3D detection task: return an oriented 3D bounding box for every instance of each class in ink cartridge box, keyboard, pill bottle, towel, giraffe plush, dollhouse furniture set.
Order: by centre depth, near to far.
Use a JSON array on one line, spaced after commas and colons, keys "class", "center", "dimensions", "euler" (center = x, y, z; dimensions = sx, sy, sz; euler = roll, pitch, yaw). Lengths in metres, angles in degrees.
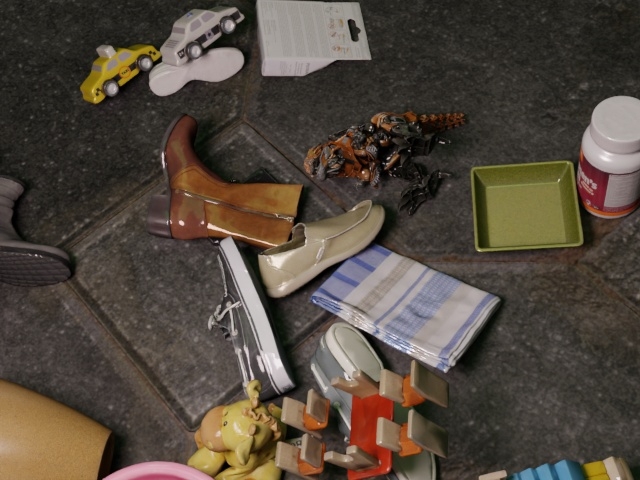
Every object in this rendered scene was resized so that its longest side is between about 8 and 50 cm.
[{"class": "dollhouse furniture set", "center": [0.072, 0.328, 1.381], "dimensions": [0.262, 0.135, 0.259], "euler": [-23, 47, 37]}, {"class": "giraffe plush", "center": [-0.124, 0.319, 1.490], "dimensions": [0.210, 0.170, 0.181], "euler": [-24, 57, -5]}, {"class": "towel", "center": [0.150, 0.103, 1.624], "dimensions": [0.285, 0.034, 0.209], "euler": [25, 44, 24]}, {"class": "pill bottle", "center": [0.517, -0.144, 1.640], "dimensions": [0.121, 0.221, 0.121], "euler": [-5, 57, 7]}, {"class": "keyboard", "center": [-0.168, -0.074, 1.839], "dimensions": [0.180, 0.023, 0.108], "euler": [-38, 66, -15]}, {"class": "ink cartridge box", "center": [-0.021, -0.442, 2.043], "dimensions": [0.232, 0.066, 0.189], "euler": [1, 55, -14]}]

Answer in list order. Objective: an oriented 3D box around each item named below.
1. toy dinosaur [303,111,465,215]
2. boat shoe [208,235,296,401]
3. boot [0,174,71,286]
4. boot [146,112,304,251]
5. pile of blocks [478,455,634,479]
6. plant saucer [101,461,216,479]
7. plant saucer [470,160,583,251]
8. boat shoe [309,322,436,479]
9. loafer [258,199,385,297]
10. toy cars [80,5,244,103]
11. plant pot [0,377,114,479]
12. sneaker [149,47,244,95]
[{"class": "toy dinosaur", "center": [0.134, -0.187, 1.788], "dimensions": [0.322, 0.164, 0.218], "euler": [-39, 44, -5]}, {"class": "boat shoe", "center": [-0.141, 0.139, 1.648], "dimensions": [0.105, 0.113, 0.306], "euler": [-23, 72, 2]}, {"class": "boot", "center": [-0.626, -0.035, 1.847], "dimensions": [0.338, 0.118, 0.222], "euler": [7, 54, 9]}, {"class": "boot", "center": [-0.173, -0.115, 1.795], "dimensions": [0.281, 0.096, 0.264], "euler": [5, 63, 7]}, {"class": "pile of blocks", "center": [0.296, 0.409, 1.371], "dimensions": [0.362, 0.149, 0.112], "euler": [-15, 57, 0]}, {"class": "plant saucer", "center": [-0.245, 0.507, 1.418], "dimensions": [0.332, 0.084, 0.332], "euler": [-5, 69, 13]}, {"class": "plant saucer", "center": [0.375, -0.053, 1.712], "dimensions": [0.189, 0.045, 0.188], "euler": [-4, 57, 10]}, {"class": "boat shoe", "center": [0.080, 0.289, 1.538], "dimensions": [0.099, 0.116, 0.319], "euler": [-47, 59, 31]}, {"class": "loafer", "center": [0.000, 0.000, 1.699], "dimensions": [0.269, 0.092, 0.102], "euler": [-36, 19, -13]}, {"class": "toy cars", "center": [-0.353, -0.415, 1.989], "dimensions": [0.394, 0.087, 0.176], "euler": [-20, 32, 18]}, {"class": "plant pot", "center": [-0.475, 0.347, 1.527], "dimensions": [0.255, 0.237, 0.237], "euler": [10, 59, -2]}, {"class": "sneaker", "center": [-0.273, -0.388, 2.031], "dimensions": [0.212, 0.080, 0.094], "euler": [-15, 45, 2]}]
